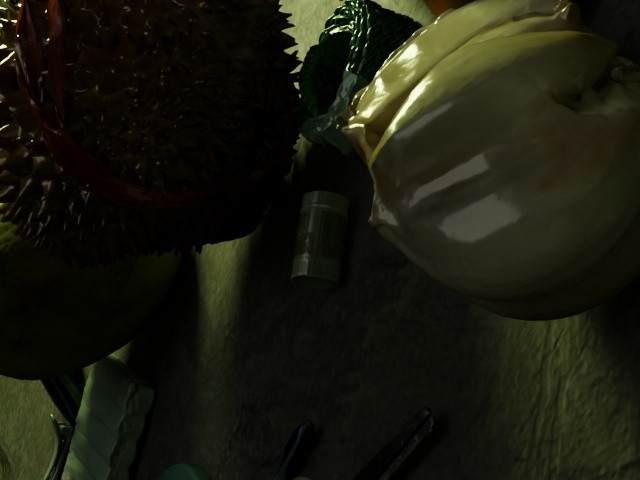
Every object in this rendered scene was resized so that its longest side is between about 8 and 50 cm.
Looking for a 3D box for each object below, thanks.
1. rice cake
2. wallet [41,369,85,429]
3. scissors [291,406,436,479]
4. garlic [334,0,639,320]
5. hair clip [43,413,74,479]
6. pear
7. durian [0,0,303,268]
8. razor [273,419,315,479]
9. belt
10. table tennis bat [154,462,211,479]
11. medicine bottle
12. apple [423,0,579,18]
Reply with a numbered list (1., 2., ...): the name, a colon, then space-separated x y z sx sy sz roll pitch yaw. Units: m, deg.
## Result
1. rice cake: -0.266 0.237 1.595 0.198 0.037 0.189 0 74 64
2. wallet: -0.375 0.138 1.768 0.055 0.160 0.236 -30 30 -5
3. scissors: 0.009 0.234 1.051 0.317 0.024 0.160 -53 30 36
4. garlic: 0.136 -0.055 0.817 0.203 0.184 0.281 -39 13 11
5. hair clip: -0.367 0.289 1.772 0.030 0.039 0.115 -151 77 -70
6. pear: -0.328 0.027 1.530 0.287 0.287 0.375 -58 -6 29
7. durian: -0.179 -0.130 1.284 0.384 0.348 0.347 -62 27 31
8. razor: -0.043 0.217 1.167 0.028 0.044 0.154 54 125 24
9. belt: 0.025 -0.153 1.197 0.121 0.079 0.151 5 80 64
10. table tennis bat: -0.159 0.378 1.285 0.215 0.044 0.329 -46 34 42
11. medicine bottle: 0.000 0.000 1.191 0.047 0.047 0.083 -23 55 58
12. apple: 0.123 -0.229 0.966 0.163 0.147 0.146 -65 25 20
